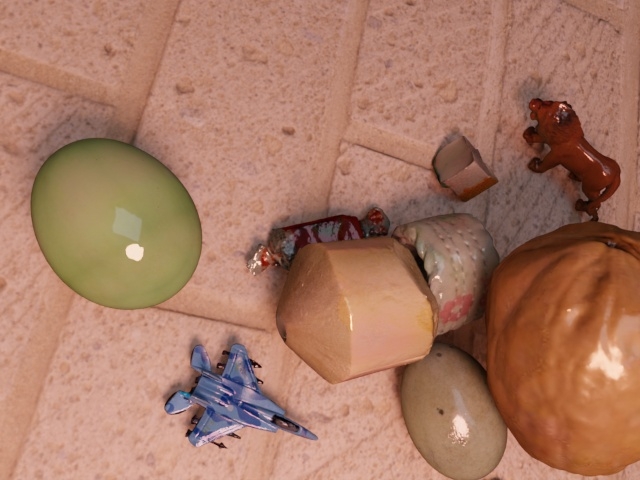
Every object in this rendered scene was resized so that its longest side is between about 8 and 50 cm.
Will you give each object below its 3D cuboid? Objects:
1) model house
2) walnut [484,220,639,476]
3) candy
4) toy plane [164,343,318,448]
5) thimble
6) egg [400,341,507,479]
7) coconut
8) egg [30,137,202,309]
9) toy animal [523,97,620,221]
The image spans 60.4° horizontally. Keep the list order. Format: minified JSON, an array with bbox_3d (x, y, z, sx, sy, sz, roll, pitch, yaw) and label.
[{"bbox_3d":[0.296,-0.141,1.126,0.100,0.087,0.101,34,34,-33],"label":"model house"},{"bbox_3d":[0.412,0.157,0.831,0.381,0.381,0.381,4,76,-18],"label":"walnut"},{"bbox_3d":[0.000,0.001,0.996,0.292,0.059,0.086,-13,85,-21],"label":"candy"},{"bbox_3d":[-0.114,0.269,0.887,0.246,0.078,0.169,30,70,-17],"label":"toy plane"},{"bbox_3d":[0.218,0.061,0.990,0.149,0.185,0.211,-13,91,-20],"label":"thimble"},{"bbox_3d":[0.226,0.291,0.946,0.169,0.169,0.237,-12,82,-21],"label":"egg"},{"bbox_3d":[0.045,0.113,0.894,0.244,0.239,0.239,-6,80,-25],"label":"coconut"},{"bbox_3d":[-0.299,-0.025,0.813,0.220,0.220,0.270,-40,82,-22],"label":"egg"},{"bbox_3d":[0.542,-0.180,1.173,0.312,0.157,0.097,42,69,-4],"label":"toy animal"}]
